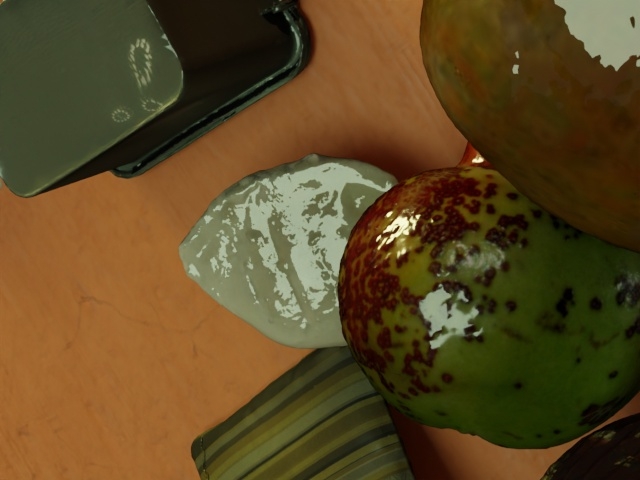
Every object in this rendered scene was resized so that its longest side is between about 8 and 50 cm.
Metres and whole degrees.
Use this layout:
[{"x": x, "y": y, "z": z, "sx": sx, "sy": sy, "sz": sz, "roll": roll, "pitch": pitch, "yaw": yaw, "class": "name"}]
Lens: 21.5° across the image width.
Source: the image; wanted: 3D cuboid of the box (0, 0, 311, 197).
[{"x": -0.146, "y": -0.134, "z": 1.199, "sx": 0.243, "sy": 0.135, "sz": 0.163, "roll": -27, "pitch": 93, "yaw": 38, "class": "box"}]

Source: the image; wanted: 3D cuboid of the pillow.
[{"x": -0.003, "y": 0.200, "z": 1.265, "sx": 0.208, "sy": 0.052, "sz": 0.212, "roll": -39, "pitch": 60, "yaw": 35, "class": "pillow"}]

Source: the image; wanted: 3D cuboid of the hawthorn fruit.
[{"x": 0.212, "y": -0.112, "z": 0.895, "sx": 0.301, "sy": 0.268, "sz": 0.268, "roll": 31, "pitch": 124, "yaw": 13, "class": "hawthorn fruit"}]

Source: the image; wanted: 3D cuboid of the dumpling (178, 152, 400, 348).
[{"x": 0.001, "y": 0.001, "z": 1.184, "sx": 0.176, "sy": 0.092, "sz": 0.150, "roll": 24, "pitch": 121, "yaw": 20, "class": "dumpling"}]

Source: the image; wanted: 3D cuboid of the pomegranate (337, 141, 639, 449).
[{"x": 0.118, "y": 0.003, "z": 1.054, "sx": 0.214, "sy": 0.214, "sz": 0.248, "roll": 8, "pitch": 89, "yaw": 31, "class": "pomegranate"}]

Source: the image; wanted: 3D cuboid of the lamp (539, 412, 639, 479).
[{"x": 0.232, "y": 0.212, "z": 1.035, "sx": 0.247, "sy": 0.247, "sz": 0.247, "roll": 13, "pitch": 116, "yaw": 29, "class": "lamp"}]
